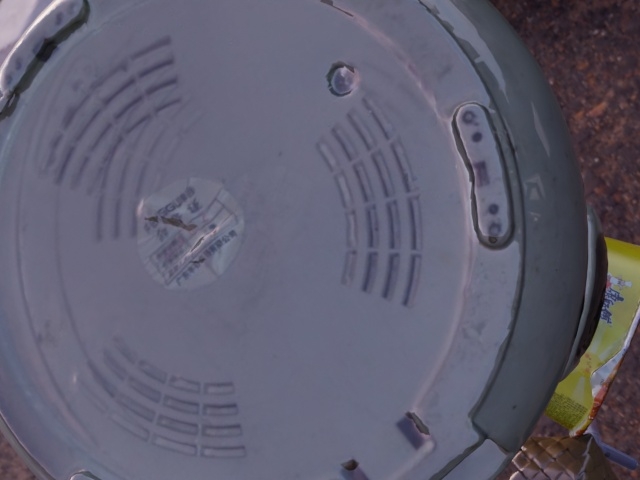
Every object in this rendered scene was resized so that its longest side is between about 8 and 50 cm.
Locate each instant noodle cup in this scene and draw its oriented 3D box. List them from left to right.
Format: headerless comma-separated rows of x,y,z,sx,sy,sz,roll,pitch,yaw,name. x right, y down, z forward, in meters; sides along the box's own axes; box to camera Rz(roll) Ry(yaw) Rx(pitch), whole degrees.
0.275,0.085,1.000,0.200,0.264,0.264,24,79,16,instant noodle cup

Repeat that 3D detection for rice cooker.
0.000,0.000,0.487,0.334,0.325,0.336,-1,88,16,rice cooker

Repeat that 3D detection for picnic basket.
0.275,0.315,1.022,0.178,0.138,0.128,-11,38,36,picnic basket

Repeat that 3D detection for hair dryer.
0.396,0.287,1.104,0.037,0.114,0.063,-54,13,34,hair dryer
